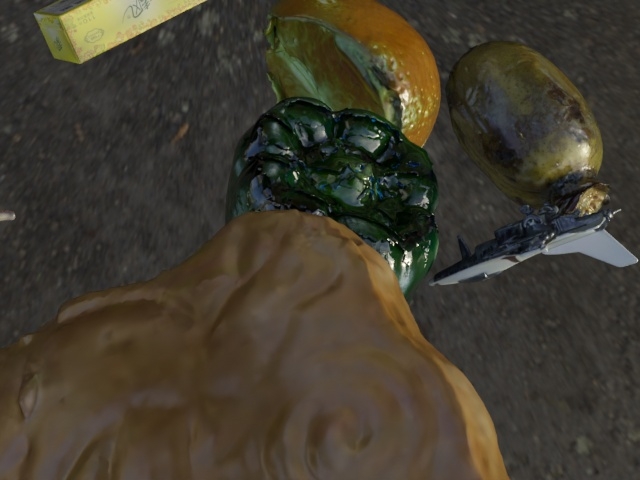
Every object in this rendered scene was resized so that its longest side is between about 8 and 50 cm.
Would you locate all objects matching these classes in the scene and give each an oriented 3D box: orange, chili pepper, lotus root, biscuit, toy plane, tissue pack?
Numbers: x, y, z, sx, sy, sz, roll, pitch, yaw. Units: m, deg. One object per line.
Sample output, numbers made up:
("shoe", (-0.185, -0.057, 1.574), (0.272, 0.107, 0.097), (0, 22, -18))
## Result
("orange", (0.041, -0.216, 1.879), (0.262, 0.334, 0.196), (37, 81, 10))
("chili pepper", (0.000, 0.000, 1.484), (0.233, 0.249, 0.257), (22, 127, 1))
("lotus root", (0.248, -0.112, 1.607), (0.154, 0.154, 0.278), (-36, 62, 6))
("biscuit", (-0.066, 0.191, 0.714), (0.365, 0.062, 0.385), (-28, 63, 17))
("toy plane", (0.213, -0.001, 1.482), (0.234, 0.160, 0.082), (-7, 100, 28))
("tissue pack", (-0.225, -0.266, 1.599), (0.176, 0.095, 0.062), (-30, 113, -21))

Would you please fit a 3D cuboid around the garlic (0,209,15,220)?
("garlic", (-0.233, -0.006, 0.662), (0.152, 0.066, 0.084), (18, 70, 1))
